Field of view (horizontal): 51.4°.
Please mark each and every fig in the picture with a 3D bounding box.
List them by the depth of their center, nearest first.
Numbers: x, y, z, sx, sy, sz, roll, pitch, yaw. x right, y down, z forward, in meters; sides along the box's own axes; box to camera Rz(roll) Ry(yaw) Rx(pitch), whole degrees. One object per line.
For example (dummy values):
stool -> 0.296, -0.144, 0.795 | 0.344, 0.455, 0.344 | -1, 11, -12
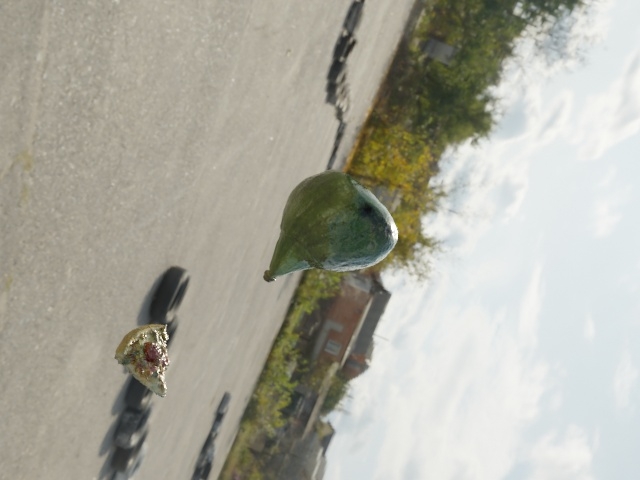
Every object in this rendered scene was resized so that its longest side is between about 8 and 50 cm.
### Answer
fig -> 0.000, 0.000, 1.175 | 0.235, 0.203, 0.203 | -44, 175, -9

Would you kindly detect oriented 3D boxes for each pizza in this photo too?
pizza -> -0.170, 0.123, 0.688 | 0.025, 0.078, 0.083 | -26, -175, 21
